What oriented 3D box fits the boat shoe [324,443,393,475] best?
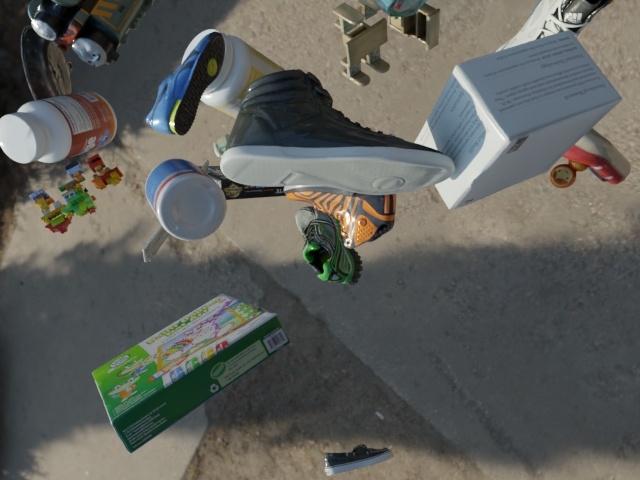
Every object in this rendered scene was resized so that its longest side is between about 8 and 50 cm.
[{"bbox_3d":[0.073,0.413,1.011,0.049,0.142,0.040,129,132,-59],"label":"boat shoe"}]

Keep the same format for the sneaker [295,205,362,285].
[{"bbox_3d":[0.000,0.000,1.684,0.343,0.146,0.134,55,127,42],"label":"sneaker"}]

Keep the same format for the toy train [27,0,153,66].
[{"bbox_3d":[-0.469,-0.523,1.123,0.142,0.190,0.334,-23,44,46],"label":"toy train"}]

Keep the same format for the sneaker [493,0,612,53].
[{"bbox_3d":[0.560,-0.507,1.330,0.169,0.257,0.447,32,92,4],"label":"sneaker"}]

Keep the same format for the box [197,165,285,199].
[{"bbox_3d":[-0.258,-0.202,1.783,0.295,0.293,0.073,24,116,53],"label":"box"}]

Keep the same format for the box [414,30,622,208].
[{"bbox_3d":[0.248,-0.153,0.702,0.119,0.182,0.181,64,163,17],"label":"box"}]

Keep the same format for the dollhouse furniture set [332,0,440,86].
[{"bbox_3d":[0.179,-0.552,1.428,0.242,0.212,0.161,-38,60,-14],"label":"dollhouse furniture set"}]

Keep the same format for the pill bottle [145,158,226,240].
[{"bbox_3d":[-0.266,-0.089,1.010,0.221,0.124,0.124,37,117,58],"label":"pill bottle"}]

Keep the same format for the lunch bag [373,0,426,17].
[{"bbox_3d":[0.154,-0.649,1.240,0.223,0.262,0.160,51,131,0],"label":"lunch bag"}]

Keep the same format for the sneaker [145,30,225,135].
[{"bbox_3d":[-0.240,-0.284,0.928,0.082,0.069,0.209,19,77,20],"label":"sneaker"}]

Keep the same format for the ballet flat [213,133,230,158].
[{"bbox_3d":[-0.299,-0.296,1.700,0.086,0.248,0.086,0,94,-2],"label":"ballet flat"}]

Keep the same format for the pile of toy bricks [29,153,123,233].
[{"bbox_3d":[-0.554,-0.097,1.218,0.212,0.118,0.105,-33,68,-9],"label":"pile of toy bricks"}]

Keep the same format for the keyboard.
[{"bbox_3d":[-0.312,-0.067,1.154,0.014,0.256,0.072,26,153,3],"label":"keyboard"}]

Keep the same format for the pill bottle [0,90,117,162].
[{"bbox_3d":[-0.524,-0.225,1.060,0.121,0.216,0.121,7,115,16],"label":"pill bottle"}]

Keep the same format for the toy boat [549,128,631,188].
[{"bbox_3d":[0.615,-0.188,1.263,0.151,0.231,0.151,-49,41,23],"label":"toy boat"}]

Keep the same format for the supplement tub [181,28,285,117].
[{"bbox_3d":[-0.277,-0.541,1.791,0.241,0.331,0.241,-8,76,34],"label":"supplement tub"}]

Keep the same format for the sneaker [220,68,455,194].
[{"bbox_3d":[0.026,-0.145,0.680,0.296,0.104,0.147,3,68,-4],"label":"sneaker"}]

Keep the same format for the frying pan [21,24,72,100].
[{"bbox_3d":[-0.603,-0.368,1.221,0.053,0.326,0.197,-8,91,-5],"label":"frying pan"}]

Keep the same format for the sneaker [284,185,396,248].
[{"bbox_3d":[0.042,-0.070,1.311,0.321,0.124,0.180,4,107,41],"label":"sneaker"}]

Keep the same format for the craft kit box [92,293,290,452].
[{"bbox_3d":[-0.202,0.177,0.792,0.247,0.250,0.061,-2,116,62],"label":"craft kit box"}]
